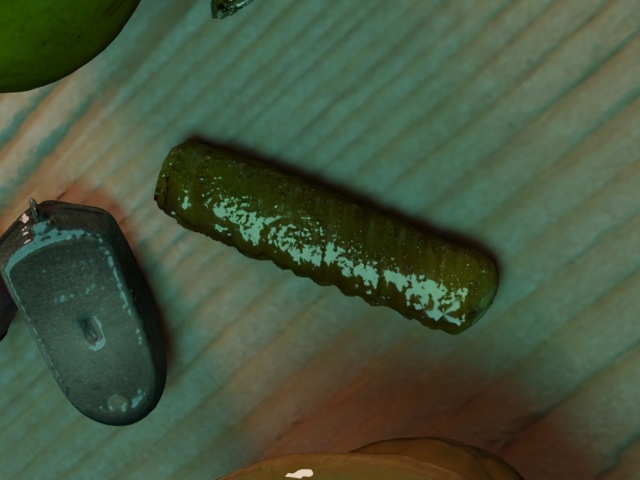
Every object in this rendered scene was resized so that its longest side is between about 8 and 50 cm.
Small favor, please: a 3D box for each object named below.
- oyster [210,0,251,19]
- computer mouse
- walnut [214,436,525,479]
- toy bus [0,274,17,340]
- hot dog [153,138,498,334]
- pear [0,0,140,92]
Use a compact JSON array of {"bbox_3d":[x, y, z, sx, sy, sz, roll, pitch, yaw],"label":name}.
[{"bbox_3d":[-0.053,-0.201,1.322,0.093,0.034,0.051,-24,126,23],"label":"oyster"},{"bbox_3d":[-0.204,0.055,1.536,0.113,0.068,0.229,-19,112,3],"label":"computer mouse"},{"bbox_3d":[0.032,0.320,1.438,0.383,0.383,0.383,12,126,17],"label":"walnut"},{"bbox_3d":[-0.412,0.013,1.571,0.302,0.127,0.147,31,124,4],"label":"toy bus"},{"bbox_3d":[0.000,-0.001,1.411,0.289,0.068,0.083,21,121,11],"label":"hot dog"},{"bbox_3d":[-0.226,-0.252,1.234,0.253,0.253,0.307,21,119,11],"label":"pear"}]
